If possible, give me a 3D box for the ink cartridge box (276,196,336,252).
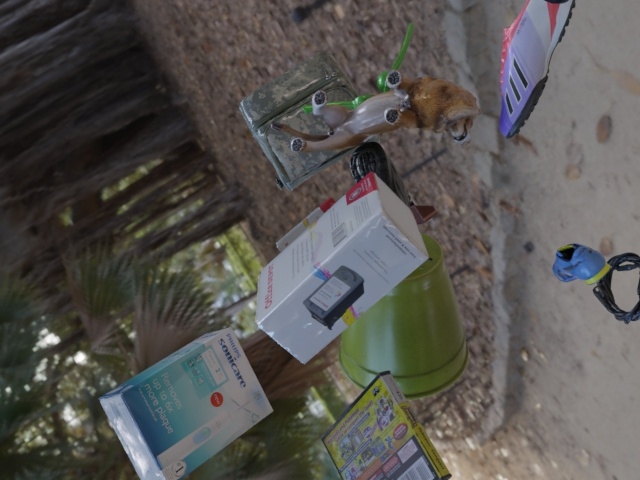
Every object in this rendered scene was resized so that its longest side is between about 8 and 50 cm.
[{"bbox_3d":[0.000,0.000,1.850,0.127,0.175,0.072,50,-178,2],"label":"ink cartridge box"}]

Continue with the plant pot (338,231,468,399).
[{"bbox_3d":[0.217,0.173,2.087,0.366,0.366,0.353,-132,29,-51],"label":"plant pot"}]

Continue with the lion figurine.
[{"bbox_3d":[0.118,-0.253,1.592,0.240,0.392,0.142,-3,-91,-62],"label":"lion figurine"}]

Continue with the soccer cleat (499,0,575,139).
[{"bbox_3d":[0.401,-0.362,1.531,0.116,0.318,0.108,20,-163,7],"label":"soccer cleat"}]

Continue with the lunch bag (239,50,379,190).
[{"bbox_3d":[-0.018,-0.293,1.978,0.256,0.305,0.212,62,-177,22],"label":"lunch bag"}]

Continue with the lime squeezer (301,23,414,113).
[{"bbox_3d":[0.115,-0.347,1.716,0.110,0.310,0.059,52,-179,33],"label":"lime squeezer"}]

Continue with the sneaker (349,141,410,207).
[{"bbox_3d":[0.151,-0.068,1.643,0.130,0.109,0.287,21,-124,-56],"label":"sneaker"}]

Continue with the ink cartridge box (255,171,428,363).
[{"bbox_3d":[0.033,0.044,1.417,0.131,0.306,0.226,42,-163,-17],"label":"ink cartridge box"}]

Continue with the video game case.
[{"bbox_3d":[0.128,0.451,1.620,0.248,0.035,0.275,59,134,29],"label":"video game case"}]

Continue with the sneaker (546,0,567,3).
[{"bbox_3d":[0.388,-0.513,1.313,0.098,0.083,0.224,104,160,-65],"label":"sneaker"}]

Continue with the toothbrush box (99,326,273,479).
[{"bbox_3d":[-0.280,0.350,1.646,0.126,0.295,0.216,-21,96,49],"label":"toothbrush box"}]

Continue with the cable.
[{"bbox_3d":[0.744,0.116,1.869,0.047,0.151,0.184,24,-157,-25],"label":"cable"}]

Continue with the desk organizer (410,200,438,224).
[{"bbox_3d":[0.233,-0.068,1.906,0.050,0.047,0.130,57,162,-6],"label":"desk organizer"}]

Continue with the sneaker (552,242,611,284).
[{"bbox_3d":[0.488,0.035,1.498,0.082,0.069,0.209,45,179,0],"label":"sneaker"}]
